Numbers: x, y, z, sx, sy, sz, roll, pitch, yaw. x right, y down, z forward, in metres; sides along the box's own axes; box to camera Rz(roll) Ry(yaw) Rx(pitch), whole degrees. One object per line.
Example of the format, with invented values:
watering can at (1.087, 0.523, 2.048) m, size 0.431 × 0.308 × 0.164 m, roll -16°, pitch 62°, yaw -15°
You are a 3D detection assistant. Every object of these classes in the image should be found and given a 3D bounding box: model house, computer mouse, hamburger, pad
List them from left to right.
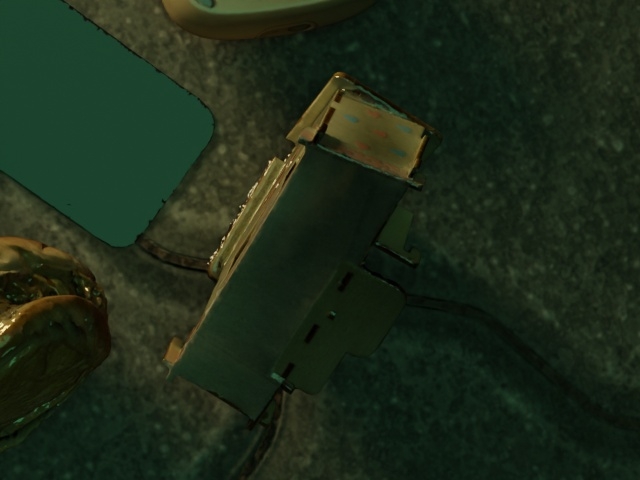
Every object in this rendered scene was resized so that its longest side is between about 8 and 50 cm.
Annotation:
hamburger at (-0.323, 0.108, 1.734) m, size 0.286 × 0.243 × 0.146 m, roll -18°, pitch 60°, yaw -43°
pad at (-0.254, -0.131, 1.883) m, size 0.267 × 0.004 × 0.181 m, roll 37°, pitch 80°, yaw -8°
computer mouse at (-0.052, -0.280, 1.893) m, size 0.236 × 0.082 × 0.145 m, roll -12°, pitch 89°, yaw -14°
model house at (0.000, 0.000, 1.833) m, size 0.169 × 0.244 × 0.326 m, roll 29°, pitch 115°, yaw -8°
